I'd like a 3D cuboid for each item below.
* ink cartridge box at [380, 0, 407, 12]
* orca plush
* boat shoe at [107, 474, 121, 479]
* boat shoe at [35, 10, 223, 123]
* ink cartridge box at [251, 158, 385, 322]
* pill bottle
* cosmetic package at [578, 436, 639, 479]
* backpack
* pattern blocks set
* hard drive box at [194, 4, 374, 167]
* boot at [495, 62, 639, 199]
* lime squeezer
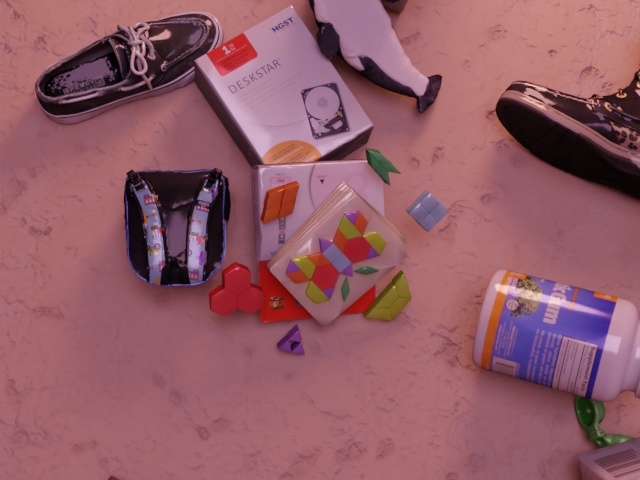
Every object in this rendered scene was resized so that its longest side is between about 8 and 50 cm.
[{"bbox_3d":[0.145,-0.598,1.705,0.166,0.285,0.395,23,77,0],"label":"ink cartridge box"},{"bbox_3d":[0.072,-0.324,1.740,0.287,0.102,0.151,30,87,-22],"label":"orca plush"},{"bbox_3d":[-0.225,0.378,1.580,0.183,0.066,0.066,15,75,-1],"label":"boat shoe"},{"bbox_3d":[-0.291,-0.279,1.704,0.306,0.105,0.113,-21,80,-8],"label":"boat shoe"},{"bbox_3d":[0.000,0.000,1.639,0.189,0.066,0.233,-4,93,-15],"label":"ink cartridge box"},{"bbox_3d":[0.367,0.143,1.602,0.271,0.152,0.152,14,76,16],"label":"pill bottle"},{"bbox_3d":[0.472,0.387,1.563,0.151,0.151,0.184,-14,100,-8],"label":"cosmetic package"},{"bbox_3d":[-0.210,-0.011,1.643,0.158,0.117,0.173,-2,77,-5],"label":"backpack"},{"bbox_3d":[0.022,0.024,1.623,0.285,0.026,0.325,31,100,-25],"label":"pattern blocks set"},{"bbox_3d":[-0.058,-0.211,1.715,0.181,0.089,0.232,-33,81,-11],"label":"hard drive box"},{"bbox_3d":[0.487,-0.230,1.738,0.377,0.138,0.284,23,74,5],"label":"boot"},{"bbox_3d":[0.435,0.256,1.664,0.310,0.059,0.110,42,78,6],"label":"lime squeezer"}]
